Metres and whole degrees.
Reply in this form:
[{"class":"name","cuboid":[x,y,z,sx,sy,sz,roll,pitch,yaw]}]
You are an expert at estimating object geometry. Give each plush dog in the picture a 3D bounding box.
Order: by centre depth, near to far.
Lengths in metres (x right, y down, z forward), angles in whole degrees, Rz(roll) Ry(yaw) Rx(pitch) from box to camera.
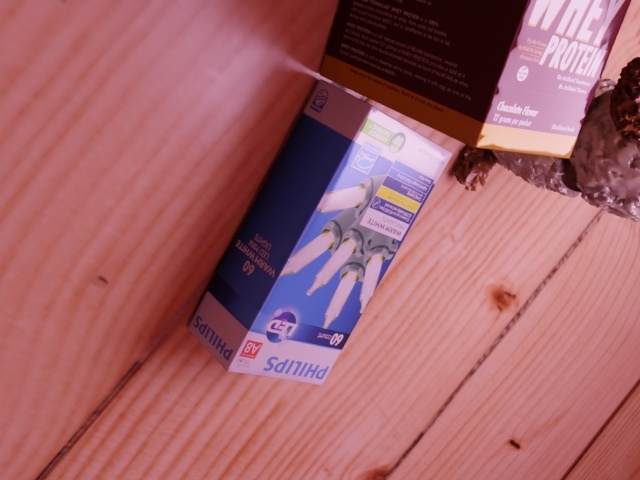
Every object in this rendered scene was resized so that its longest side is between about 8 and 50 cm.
[{"class":"plush dog","cuboid":[0.274,-0.102,0.810,0.210,0.225,0.262,-49,137,-5]}]

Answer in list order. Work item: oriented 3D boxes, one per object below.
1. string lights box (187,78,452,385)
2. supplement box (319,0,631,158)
[{"class":"string lights box","cuboid":[0.000,0.000,0.746,0.133,0.077,0.259,19,102,-47]},{"class":"supplement box","cuboid":[0.129,-0.193,0.653,0.129,0.191,0.194,0,115,-41]}]
